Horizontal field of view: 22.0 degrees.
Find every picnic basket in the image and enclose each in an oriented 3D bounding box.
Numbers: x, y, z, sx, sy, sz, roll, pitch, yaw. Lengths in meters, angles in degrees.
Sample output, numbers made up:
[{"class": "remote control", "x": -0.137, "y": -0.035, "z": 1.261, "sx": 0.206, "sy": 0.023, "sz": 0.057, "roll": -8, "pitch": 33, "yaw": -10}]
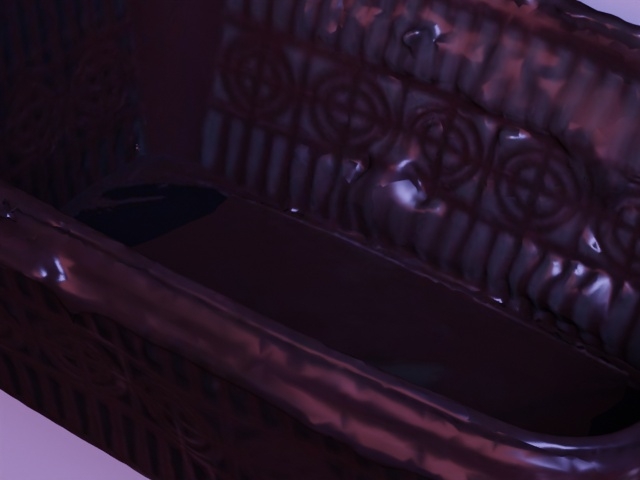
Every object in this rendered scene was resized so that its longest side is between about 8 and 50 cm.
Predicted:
[{"class": "picnic basket", "x": 0.000, "y": 0.000, "z": 0.555, "sx": 0.297, "sy": 0.222, "sz": 0.129, "roll": 25, "pitch": 136, "yaw": 21}]
